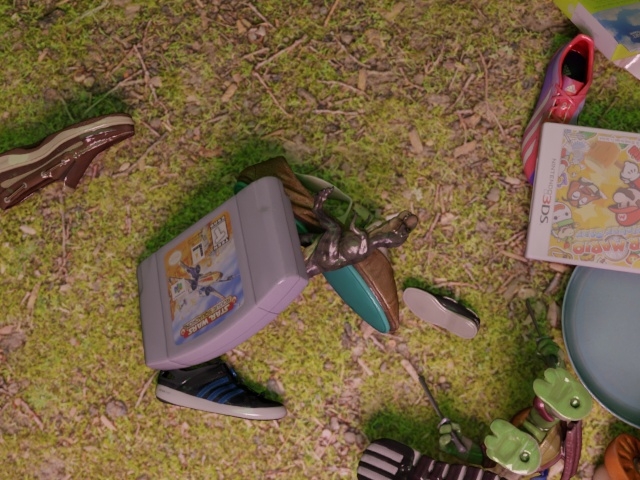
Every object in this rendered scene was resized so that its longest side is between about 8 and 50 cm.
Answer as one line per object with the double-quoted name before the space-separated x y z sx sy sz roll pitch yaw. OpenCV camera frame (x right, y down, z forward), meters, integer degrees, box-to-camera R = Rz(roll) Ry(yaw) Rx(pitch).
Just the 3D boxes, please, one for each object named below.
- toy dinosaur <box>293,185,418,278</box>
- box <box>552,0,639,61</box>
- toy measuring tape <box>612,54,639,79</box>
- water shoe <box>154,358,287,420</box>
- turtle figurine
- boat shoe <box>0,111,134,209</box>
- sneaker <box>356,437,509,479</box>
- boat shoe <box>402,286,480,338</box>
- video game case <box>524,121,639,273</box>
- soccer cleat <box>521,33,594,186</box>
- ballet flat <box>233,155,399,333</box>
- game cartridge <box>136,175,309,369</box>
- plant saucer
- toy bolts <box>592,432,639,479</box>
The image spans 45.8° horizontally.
"toy dinosaur" 0.000 0.000 1.070 0.268 0.064 0.118 -28 85 12
"box" 0.463 -0.349 1.191 0.109 0.042 0.178 -18 58 -18
"toy measuring tape" 0.576 -0.182 1.151 0.330 0.121 0.121 42 84 10
"water shoe" -0.146 0.219 1.132 0.203 0.073 0.080 10 77 4
"turtle figurine" 0.244 0.214 1.019 0.197 0.266 0.275 -12 75 3
"boat shoe" -0.408 -0.121 1.213 0.257 0.095 0.095 -21 92 5
"sneaker" 0.194 0.366 1.032 0.281 0.162 0.106 21 69 35
"boat shoe" 0.186 0.104 1.156 0.125 0.038 0.046 26 123 13
"video game case" 0.430 -0.060 1.125 0.226 0.026 0.207 8 88 4
"soccer cleat" 0.372 -0.199 1.178 0.083 0.095 0.248 16 80 6
"ballet flat" 0.020 -0.012 1.165 0.342 0.116 0.124 41 64 13
"game cartridge" -0.152 0.061 1.084 0.297 0.062 0.198 -33 50 27
"plant saucer" 0.516 0.128 1.133 0.317 0.044 0.318 0 79 2
"toy bolts" 0.454 0.375 0.994 0.218 0.228 0.158 46 125 10
